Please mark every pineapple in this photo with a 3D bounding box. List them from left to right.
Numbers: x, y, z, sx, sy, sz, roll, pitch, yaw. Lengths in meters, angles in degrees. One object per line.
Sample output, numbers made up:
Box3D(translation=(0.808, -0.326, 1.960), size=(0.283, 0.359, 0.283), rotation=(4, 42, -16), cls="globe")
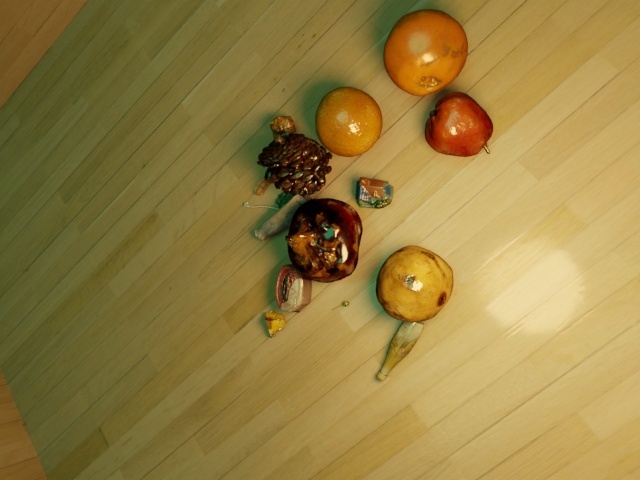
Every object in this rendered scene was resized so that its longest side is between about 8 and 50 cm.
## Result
Box3D(translation=(-0.202, 0.360, 1.951), size=(0.115, 0.077, 0.114), rotation=(8, 100, 27), cls="pineapple")

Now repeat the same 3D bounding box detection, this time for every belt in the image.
Box3D(translation=(-0.115, 0.197, 1.905), size=(0.128, 0.124, 0.200), rotation=(0, 83, 24), cls="belt")

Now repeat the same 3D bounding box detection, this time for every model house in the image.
Box3D(translation=(0.197, -0.192, 1.814), size=(0.149, 0.149, 0.119), rotation=(9, 88, 25), cls="model house")

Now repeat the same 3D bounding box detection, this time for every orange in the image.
Box3D(translation=(0.107, -0.466, 1.823), size=(0.275, 0.274, 0.274), rotation=(-3, 82, 22), cls="orange")
Box3D(translation=(0.387, -0.698, 1.720), size=(0.312, 0.312, 0.311), rotation=(-3, 82, 22), cls="orange")

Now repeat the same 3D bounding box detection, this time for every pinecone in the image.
Box3D(translation=(-0.098, -0.306, 1.879), size=(0.242, 0.296, 0.298), rotation=(-50, 33, 23), cls="pinecone")

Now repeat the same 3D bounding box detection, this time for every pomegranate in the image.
Box3D(translation=(0.336, 0.156, 1.655), size=(0.282, 0.281, 0.280), rotation=(-3, 82, 22), cls="pomegranate")

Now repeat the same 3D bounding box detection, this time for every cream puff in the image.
Box3D(translation=(-0.165, -0.481, 2.014), size=(0.122, 0.116, 0.094), rotation=(-43, 48, 40), cls="cream puff")

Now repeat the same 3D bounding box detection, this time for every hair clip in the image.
Box3D(translation=(-0.106, -0.170, 1.994), size=(0.196, 0.052, 0.124), rotation=(8, 68, 29), cls="hair clip")

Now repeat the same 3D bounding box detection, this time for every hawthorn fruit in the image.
Box3D(translation=(0.516, -0.404, 1.691), size=(0.261, 0.224, 0.224), rotation=(31, 96, -1), cls="hawthorn fruit")

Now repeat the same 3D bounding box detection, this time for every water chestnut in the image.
Box3D(translation=(0.000, 0.000, 1.773), size=(0.336, 0.347, 0.334), rotation=(0, 90, 30), cls="water chestnut")

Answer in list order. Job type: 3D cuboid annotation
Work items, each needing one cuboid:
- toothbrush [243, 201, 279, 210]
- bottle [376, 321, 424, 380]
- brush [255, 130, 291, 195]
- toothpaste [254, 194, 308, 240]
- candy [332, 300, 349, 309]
Box3D(translation=(-0.255, -0.148, 2.062), size=(0.204, 0.017, 0.022), rotation=(10, 106, 23), cls="toothbrush")
Box3D(translation=(0.293, 0.408, 1.738), size=(0.083, 0.083, 0.269), rotation=(33, 101, 22), cls="bottle")
Box3D(translation=(-0.197, -0.328, 2.032), size=(0.314, 0.090, 0.017), rotation=(-56, 42, 13), cls="brush")
Box3D(translation=(-0.156, -0.093, 1.946), size=(0.299, 0.114, 0.073), rotation=(-32, 37, 31), cls="toothpaste")
Box3D(translation=(0.080, 0.267, 1.876), size=(0.083, 0.025, 0.023), rotation=(-31, 45, 25), cls="candy")
